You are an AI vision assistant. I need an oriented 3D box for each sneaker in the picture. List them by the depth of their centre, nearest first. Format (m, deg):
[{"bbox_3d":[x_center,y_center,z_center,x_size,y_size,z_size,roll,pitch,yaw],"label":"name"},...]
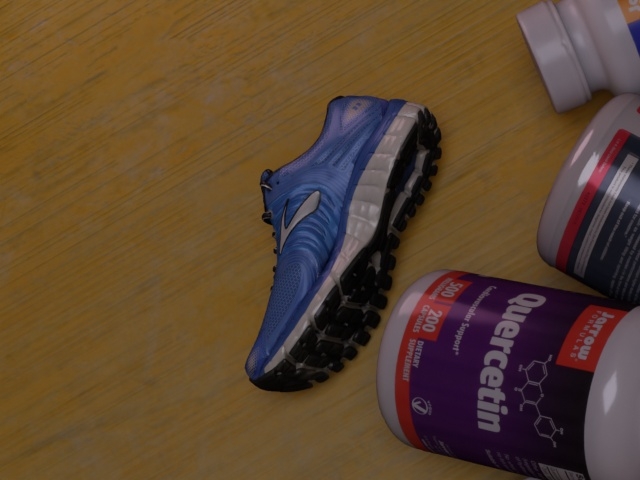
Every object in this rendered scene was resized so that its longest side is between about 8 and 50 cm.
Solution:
[{"bbox_3d":[0.000,0.000,1.874,0.147,0.130,0.330,20,81,29],"label":"sneaker"}]

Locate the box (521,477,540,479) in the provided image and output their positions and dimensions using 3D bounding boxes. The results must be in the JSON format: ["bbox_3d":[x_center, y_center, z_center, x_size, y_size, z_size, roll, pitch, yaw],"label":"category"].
[{"bbox_3d":[0.267,0.241,1.787,0.324,0.067,0.063,-24,75,6],"label":"box"}]

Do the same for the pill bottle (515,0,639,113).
[{"bbox_3d":[0.341,-0.229,1.816,0.272,0.152,0.152,-23,76,6],"label":"pill bottle"}]

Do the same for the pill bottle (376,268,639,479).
[{"bbox_3d":[0.225,0.136,1.710,0.323,0.181,0.182,10,81,34],"label":"pill bottle"}]

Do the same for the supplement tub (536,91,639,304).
[{"bbox_3d":[0.363,-0.005,1.748,0.272,0.191,0.191,30,86,16],"label":"supplement tub"}]
